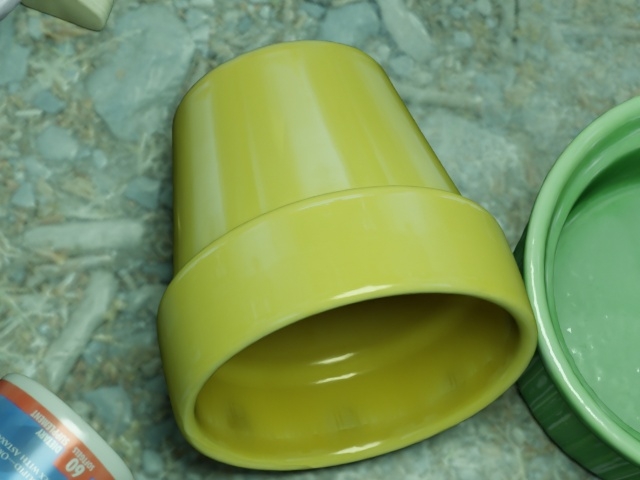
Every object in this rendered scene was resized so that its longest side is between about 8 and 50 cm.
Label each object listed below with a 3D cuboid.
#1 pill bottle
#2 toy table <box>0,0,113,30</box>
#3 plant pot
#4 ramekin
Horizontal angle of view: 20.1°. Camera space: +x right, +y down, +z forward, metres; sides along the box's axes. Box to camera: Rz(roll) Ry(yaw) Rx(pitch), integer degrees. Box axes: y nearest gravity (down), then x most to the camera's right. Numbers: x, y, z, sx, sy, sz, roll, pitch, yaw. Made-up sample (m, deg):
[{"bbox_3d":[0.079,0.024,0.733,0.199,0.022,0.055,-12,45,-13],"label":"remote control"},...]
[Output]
[{"bbox_3d":[-0.240,0.206,1.215,0.124,0.124,0.221,40,71,4],"label":"pill bottle"},{"bbox_3d":[-0.273,-0.232,1.322,0.252,0.161,0.274,30,70,1],"label":"toy table"},{"bbox_3d":[0.000,0.000,1.267,0.254,0.254,0.239,-8,59,-12],"label":"plant pot"},{"bbox_3d":[0.280,0.049,1.336,0.303,0.148,0.303,3,73,-8],"label":"ramekin"}]
